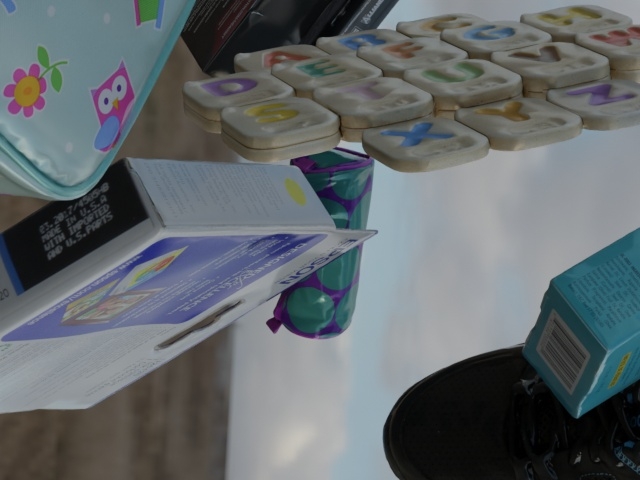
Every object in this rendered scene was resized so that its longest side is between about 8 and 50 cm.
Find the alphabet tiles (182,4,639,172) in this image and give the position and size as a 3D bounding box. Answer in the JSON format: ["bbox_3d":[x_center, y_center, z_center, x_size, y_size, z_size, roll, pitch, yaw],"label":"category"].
[{"bbox_3d":[0.069,-0.097,1.174,0.278,0.284,0.021,-142,-138,-63],"label":"alphabet tiles"}]

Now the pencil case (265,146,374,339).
[{"bbox_3d":[0.000,0.000,1.525,0.064,0.070,0.152,45,-45,53],"label":"pencil case"}]

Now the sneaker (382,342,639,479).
[{"bbox_3d":[0.201,0.119,1.355,0.139,0.340,0.125,34,52,-69],"label":"sneaker"}]

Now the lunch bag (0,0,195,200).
[{"bbox_3d":[-0.177,-0.157,0.911,0.279,0.108,0.224,48,58,-45],"label":"lunch bag"}]

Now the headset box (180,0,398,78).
[{"bbox_3d":[-0.027,-0.246,1.686,0.218,0.110,0.293,-51,-148,12],"label":"headset box"}]

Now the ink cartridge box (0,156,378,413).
[{"bbox_3d":[-0.155,0.038,1.392,0.307,0.303,0.072,-3,64,-64],"label":"ink cartridge box"}]

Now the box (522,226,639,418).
[{"bbox_3d":[0.248,0.015,1.267,0.060,0.244,0.100,53,-22,22],"label":"box"}]
